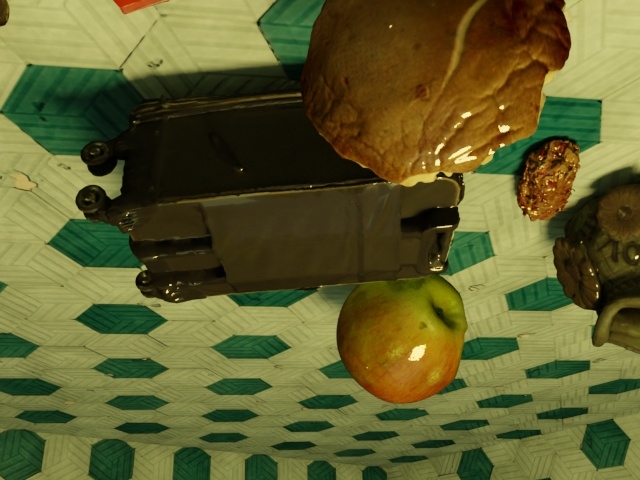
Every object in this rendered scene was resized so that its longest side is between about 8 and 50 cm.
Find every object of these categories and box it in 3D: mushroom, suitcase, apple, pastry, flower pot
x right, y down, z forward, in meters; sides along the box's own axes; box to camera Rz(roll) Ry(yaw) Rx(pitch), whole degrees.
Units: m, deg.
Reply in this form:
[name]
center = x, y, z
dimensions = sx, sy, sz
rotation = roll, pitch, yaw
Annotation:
[mushroom]
center = 0.143, -0.136, 0.633
dimensions = 0.301, 0.233, 0.208
rotation = 28, 179, -33
[suitcase]
center = -0.041, -0.051, 0.834
dimensions = 0.433, 0.194, 0.283
rotation = -4, 152, 3
[apple]
center = 0.158, 0.166, 1.220
dimensions = 0.246, 0.246, 0.226
rotation = 18, 130, -34
[pastry]
center = 0.326, -0.075, 0.962
dimensions = 0.087, 0.063, 0.169
rotation = -9, 151, 7
[flower pot]
center = 0.521, 0.039, 1.034
dimensions = 0.301, 0.213, 0.302
rotation = -3, 153, -1

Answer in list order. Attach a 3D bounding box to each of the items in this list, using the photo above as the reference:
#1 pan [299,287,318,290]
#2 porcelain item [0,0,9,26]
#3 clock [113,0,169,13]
[pan]
center = -0.005, 0.068, 1.247
dimensions = 0.115, 0.024, 0.068
rotation = -9, 151, 17
[porcelain item]
center = -0.401, -0.225, 0.567
dimensions = 0.186, 0.138, 0.288
rotation = 11, 159, 11
[clock]
center = -0.124, -0.268, 0.564
dimensions = 0.154, 0.061, 0.113
rotation = -12, 151, 10
